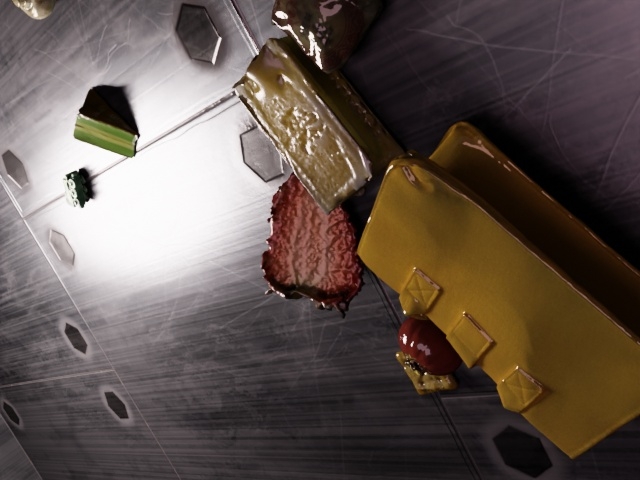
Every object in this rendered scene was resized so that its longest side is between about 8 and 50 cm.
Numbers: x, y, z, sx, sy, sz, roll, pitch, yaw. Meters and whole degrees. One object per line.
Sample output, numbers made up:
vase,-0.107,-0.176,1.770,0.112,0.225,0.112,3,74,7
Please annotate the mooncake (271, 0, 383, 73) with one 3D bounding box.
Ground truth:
mooncake,0.004,-0.289,0.970,0.130,0.073,0.125,42,137,11

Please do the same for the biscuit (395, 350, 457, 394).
biscuit,0.163,0.200,1.202,0.083,0.018,0.081,-24,99,48

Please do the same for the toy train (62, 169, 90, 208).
toy train,-0.508,-0.107,1.611,0.053,0.033,0.083,22,131,36

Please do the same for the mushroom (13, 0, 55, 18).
mushroom,-0.502,-0.427,1.354,0.083,0.067,0.083,32,141,30

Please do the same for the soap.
soap,-0.007,-0.162,1.067,0.233,0.076,0.135,51,141,1

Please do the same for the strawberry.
strawberry,0.001,0.001,1.183,0.167,0.087,0.208,16,104,11

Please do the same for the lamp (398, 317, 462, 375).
lamp,0.158,0.150,1.118,0.101,0.090,0.101,36,173,5

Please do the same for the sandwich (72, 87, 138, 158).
sandwich,-0.387,-0.216,1.440,0.116,0.074,0.074,20,138,-11

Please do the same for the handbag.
handbag,0.235,0.064,0.963,0.401,0.133,0.283,42,143,14
